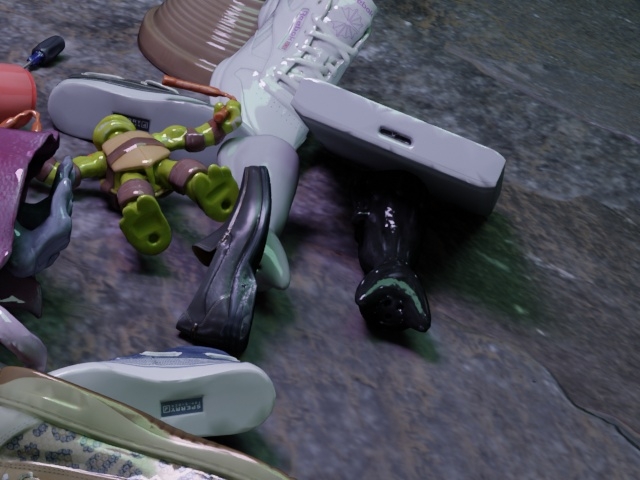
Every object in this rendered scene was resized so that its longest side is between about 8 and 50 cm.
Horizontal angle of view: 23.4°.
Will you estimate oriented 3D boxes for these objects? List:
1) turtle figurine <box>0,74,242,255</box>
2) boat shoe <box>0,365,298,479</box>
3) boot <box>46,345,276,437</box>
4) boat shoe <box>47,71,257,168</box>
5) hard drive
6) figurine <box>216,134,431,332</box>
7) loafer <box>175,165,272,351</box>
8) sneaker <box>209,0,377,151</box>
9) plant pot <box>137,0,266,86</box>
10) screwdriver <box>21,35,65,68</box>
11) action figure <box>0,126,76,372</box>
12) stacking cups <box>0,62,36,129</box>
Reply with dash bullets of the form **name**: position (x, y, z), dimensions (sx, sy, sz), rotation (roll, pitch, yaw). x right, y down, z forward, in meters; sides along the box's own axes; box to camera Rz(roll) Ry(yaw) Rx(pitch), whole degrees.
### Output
- **turtle figurine**: position (-0.175, -0.062, 1.411), dimensions (0.270, 0.087, 0.217), rotation (-12, 31, -22)
- **boat shoe**: position (-0.093, 0.174, 1.004), dimensions (0.285, 0.089, 0.104), rotation (22, -17, 8)
- **boot**: position (-0.134, 0.113, 1.129), dimensions (0.190, 0.069, 0.086), rotation (2, 8, -27)
- **boat shoe**: position (-0.161, -0.125, 1.558), dimensions (0.219, 0.077, 0.070), rotation (18, 26, 0)
- **hard drive**: position (0.085, -0.089, 1.556), dimensions (0.203, 0.040, 0.307), rotation (23, -2, 7)
- **figurine**: position (0.000, 0.000, 1.423), dimensions (0.215, 0.092, 0.209), rotation (15, 29, -9)
- **loafer**: position (-0.077, 0.008, 1.295), dimensions (0.061, 0.062, 0.170), rotation (10, 60, -1)
- **sneaker**: position (-0.023, -0.202, 1.652), dimensions (0.114, 0.152, 0.305), rotation (38, 47, -22)
- **plant pot**: position (-0.090, -0.254, 1.839), dimensions (0.237, 0.109, 0.237), rotation (15, 26, -8)
- **screwdriver**: position (-0.316, -0.184, 1.641), dimensions (0.025, 0.024, 0.170), rotation (-3, 23, 24)
- **action figure**: position (-0.372, -0.024, 1.147), dimensions (0.370, 0.248, 0.275), rotation (7, 64, -10)
- **stacking cups**: position (-0.411, -0.134, 1.399), dimensions (0.316, 0.096, 0.096), rotation (1, 30, -44)
